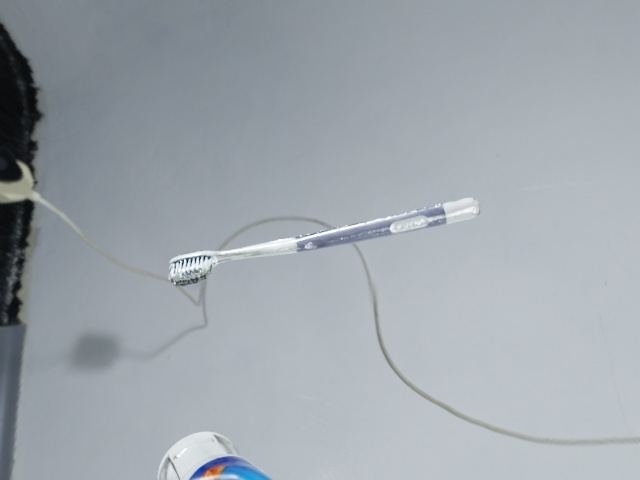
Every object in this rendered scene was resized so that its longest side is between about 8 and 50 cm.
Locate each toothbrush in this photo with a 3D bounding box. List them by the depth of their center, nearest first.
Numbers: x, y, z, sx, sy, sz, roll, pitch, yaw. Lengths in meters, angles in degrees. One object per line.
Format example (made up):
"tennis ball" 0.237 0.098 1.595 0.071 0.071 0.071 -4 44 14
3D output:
"toothbrush" 0.000 0.000 0.610 0.287 0.024 0.026 -12 37 5

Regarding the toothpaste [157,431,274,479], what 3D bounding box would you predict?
"toothpaste" -0.024 0.171 0.342 0.266 0.061 0.096 16 80 62
